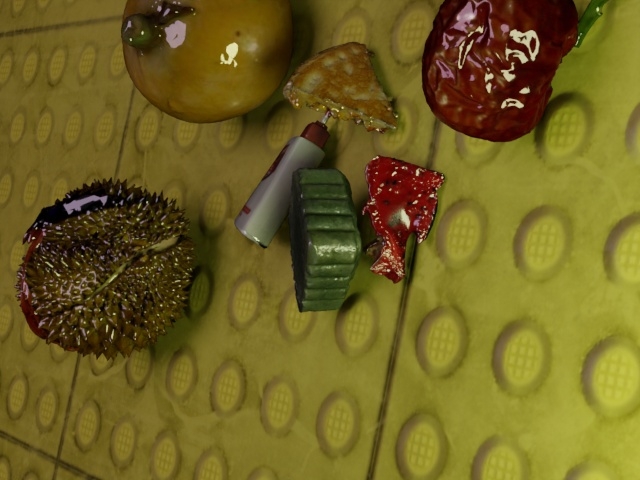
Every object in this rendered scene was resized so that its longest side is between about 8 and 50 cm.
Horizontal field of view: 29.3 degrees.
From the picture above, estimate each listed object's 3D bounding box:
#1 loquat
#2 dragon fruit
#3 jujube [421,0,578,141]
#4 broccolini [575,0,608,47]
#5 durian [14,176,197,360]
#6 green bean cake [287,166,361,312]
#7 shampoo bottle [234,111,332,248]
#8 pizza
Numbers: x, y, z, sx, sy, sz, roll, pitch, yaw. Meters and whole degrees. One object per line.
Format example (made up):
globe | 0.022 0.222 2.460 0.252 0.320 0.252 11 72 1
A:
loquat | -0.217 -0.366 2.191 0.328 0.359 0.329 6 100 35
dragon fruit | 0.124 -0.028 1.895 0.092 0.122 0.192 87 -173 -83
jujube | 0.241 -0.261 1.682 0.213 0.213 0.232 56 133 44
broccolini | 0.427 -0.303 1.599 0.271 0.062 0.123 -33 49 50
durian | -0.410 0.056 2.334 0.384 0.347 0.348 -12 70 59
green bean cake | 0.000 0.000 1.955 0.185 0.094 0.183 105 159 -49
shampoo bottle | -0.046 -0.123 2.082 0.284 0.071 0.153 -59 10 -1
pizza | 0.052 -0.231 1.996 0.199 0.188 0.062 45 149 23
